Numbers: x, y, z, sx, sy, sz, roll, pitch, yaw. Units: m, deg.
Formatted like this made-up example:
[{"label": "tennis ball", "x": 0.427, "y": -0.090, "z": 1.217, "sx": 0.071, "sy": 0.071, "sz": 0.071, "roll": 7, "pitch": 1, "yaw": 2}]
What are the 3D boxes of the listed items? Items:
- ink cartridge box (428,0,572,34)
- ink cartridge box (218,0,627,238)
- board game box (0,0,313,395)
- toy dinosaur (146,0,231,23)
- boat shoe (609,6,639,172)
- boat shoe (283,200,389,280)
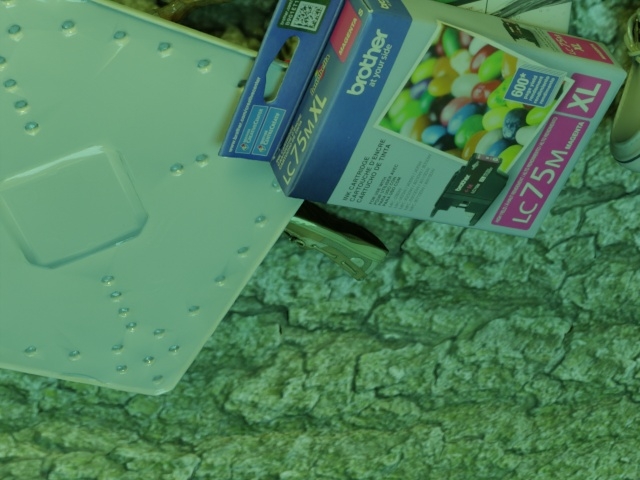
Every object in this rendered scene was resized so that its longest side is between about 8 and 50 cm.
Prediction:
[{"label": "ink cartridge box", "x": 0.131, "y": -0.210, "z": 1.260, "sx": 0.160, "sy": 0.093, "sz": 0.219, "roll": -12, "pitch": 130, "yaw": -14}, {"label": "ink cartridge box", "x": 0.088, "y": -0.108, "z": 1.222, "sx": 0.311, "sy": 0.065, "sz": 0.186, "roll": 10, "pitch": 122, "yaw": -26}, {"label": "board game box", "x": -0.217, "y": -0.041, "z": 1.242, "sx": 0.390, "sy": 0.050, "sz": 0.390, "roll": 15, "pitch": 124, "yaw": -32}, {"label": "toy dinosaur", "x": -0.056, "y": -0.223, "z": 1.201, "sx": 0.211, "sy": 0.064, "sz": 0.112, "roll": -12, "pitch": 142, "yaw": 0}, {"label": "boat shoe", "x": 0.333, "y": -0.191, "z": 1.364, "sx": 0.088, "sy": 0.096, "sz": 0.268, "roll": 15, "pitch": 117, "yaw": -27}, {"label": "boat shoe", "x": 0.000, "y": -0.001, "z": 1.392, "sx": 0.153, "sy": 0.056, "sz": 0.048, "roll": 22, "pitch": 110, "yaw": -43}]
